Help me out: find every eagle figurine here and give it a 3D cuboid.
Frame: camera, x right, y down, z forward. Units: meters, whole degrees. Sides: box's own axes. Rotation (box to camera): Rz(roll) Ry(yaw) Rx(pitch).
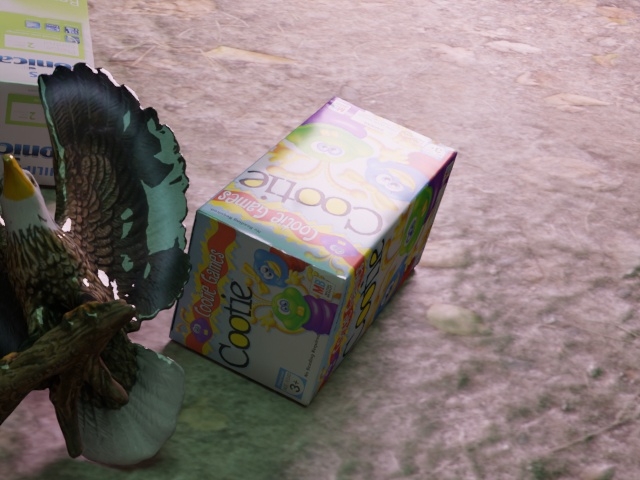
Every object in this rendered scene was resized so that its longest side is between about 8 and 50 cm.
[{"bbox_3d":[-0.213,0.012,1.022,0.226,0.225,0.298,12,26,-22],"label":"eagle figurine"}]

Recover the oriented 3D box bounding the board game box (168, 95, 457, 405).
[{"bbox_3d":[0.000,0.000,1.199,0.142,0.144,0.275,25,34,14],"label":"board game box"}]

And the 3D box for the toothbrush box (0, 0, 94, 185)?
[{"bbox_3d":[-0.346,-0.185,1.351,0.206,0.122,0.283,5,36,-16],"label":"toothbrush box"}]
